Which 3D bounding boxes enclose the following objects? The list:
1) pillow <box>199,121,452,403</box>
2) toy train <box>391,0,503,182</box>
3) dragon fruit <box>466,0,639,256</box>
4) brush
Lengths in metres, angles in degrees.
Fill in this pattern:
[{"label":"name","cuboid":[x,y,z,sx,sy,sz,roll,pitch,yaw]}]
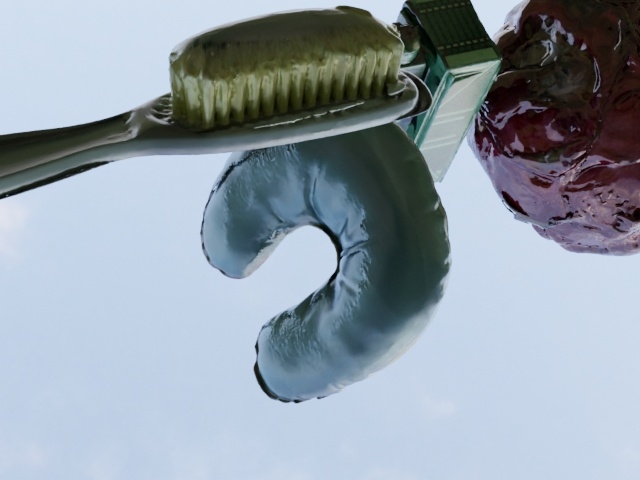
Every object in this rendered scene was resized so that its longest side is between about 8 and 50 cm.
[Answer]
[{"label":"pillow","cuboid":[0.000,0.000,1.020,0.086,0.214,0.233,10,-132,-62]},{"label":"toy train","cuboid":[0.074,-0.144,1.295,0.154,0.269,0.115,-21,-113,-23]},{"label":"dragon fruit","cuboid":[0.315,-0.141,1.405,0.329,0.329,0.329,13,-138,-12]},{"label":"brush","cuboid":[-0.071,-0.071,0.614,0.296,0.060,0.068,-16,-143,-27]}]
